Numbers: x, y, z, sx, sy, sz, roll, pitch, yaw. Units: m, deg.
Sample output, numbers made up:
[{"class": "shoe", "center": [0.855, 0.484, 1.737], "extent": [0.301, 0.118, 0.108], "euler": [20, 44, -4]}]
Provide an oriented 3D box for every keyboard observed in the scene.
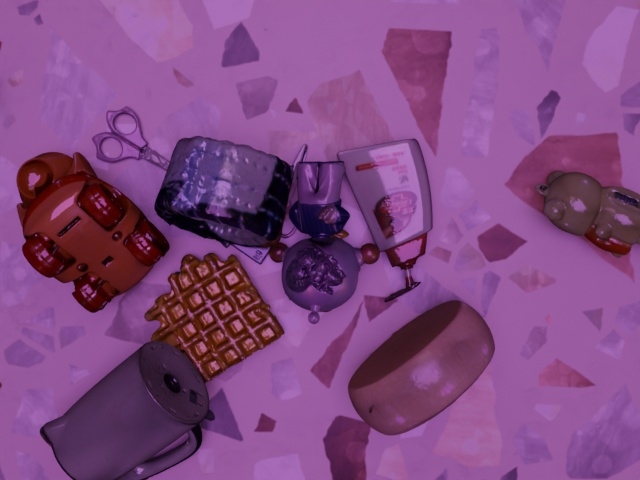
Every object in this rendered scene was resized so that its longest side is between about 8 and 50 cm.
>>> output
[{"class": "keyboard", "center": [-0.167, -0.026, 1.640], "extent": [0.176, 0.014, 0.055], "euler": [34, 90, 0]}]

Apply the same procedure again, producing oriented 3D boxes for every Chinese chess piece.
[{"class": "Chinese chess piece", "center": [0.169, 0.215, 1.515], "extent": [0.273, 0.273, 0.102], "euler": [-38, 94, 1]}]

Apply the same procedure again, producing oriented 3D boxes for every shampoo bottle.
[{"class": "shampoo bottle", "center": [0.132, -0.036, 1.607], "extent": [0.153, 0.071, 0.284], "euler": [-12, 90, 8]}]

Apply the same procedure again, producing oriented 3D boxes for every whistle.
[{"class": "whistle", "center": [0.514, -0.039, 1.585], "extent": [0.288, 0.131, 0.106], "euler": [24, 130, 0]}]

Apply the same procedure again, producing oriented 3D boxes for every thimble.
[{"class": "thimble", "center": [-0.167, -0.081, 1.519], "extent": [0.237, 0.237, 0.150], "euler": [13, 77, 0]}]

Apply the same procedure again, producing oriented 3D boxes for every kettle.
[{"class": "kettle", "center": [-0.320, 0.328, 1.565], "extent": [0.255, 0.165, 0.240], "euler": [-39, 122, 17]}]

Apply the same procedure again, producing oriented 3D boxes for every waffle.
[{"class": "waffle", "center": [-0.214, 0.135, 1.622], "extent": [0.229, 0.057, 0.219], "euler": [-30, 90, 2]}]

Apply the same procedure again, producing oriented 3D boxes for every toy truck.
[{"class": "toy truck", "center": [-0.418, -0.033, 1.575], "extent": [0.189, 0.239, 0.265], "euler": [-40, 131, 1]}]

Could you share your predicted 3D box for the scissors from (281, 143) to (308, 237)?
[{"class": "scissors", "center": [-0.059, -0.095, 1.633], "extent": [0.085, 0.022, 0.176], "euler": [22, 92, -8]}]

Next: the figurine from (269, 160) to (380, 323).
[{"class": "figurine", "center": [0.010, -0.003, 1.573], "extent": [0.193, 0.133, 0.274], "euler": [23, 101, 11]}]

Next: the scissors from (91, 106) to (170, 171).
[{"class": "scissors", "center": [-0.315, -0.156, 1.636], "extent": [0.212, 0.021, 0.110], "euler": [32, 93, 1]}]
